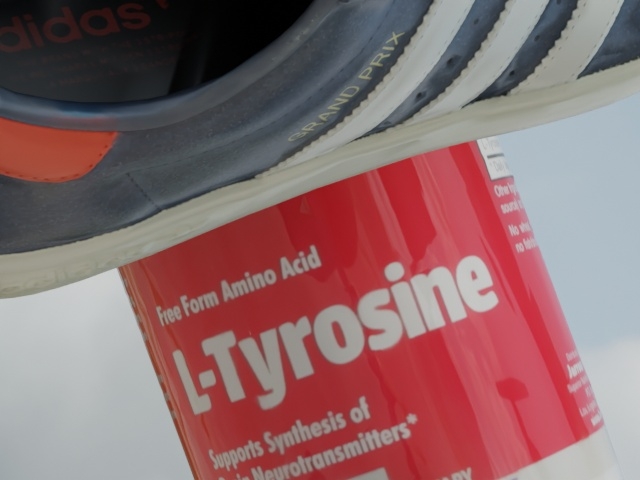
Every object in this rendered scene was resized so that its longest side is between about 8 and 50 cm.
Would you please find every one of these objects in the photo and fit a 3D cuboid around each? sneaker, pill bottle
[{"bbox_3d":[0.026,-0.101,0.542,0.131,0.350,0.148,56,-17,19],"label":"sneaker"},{"bbox_3d":[0.000,0.000,1.122,0.229,0.229,0.407,-25,-95,60],"label":"pill bottle"}]
